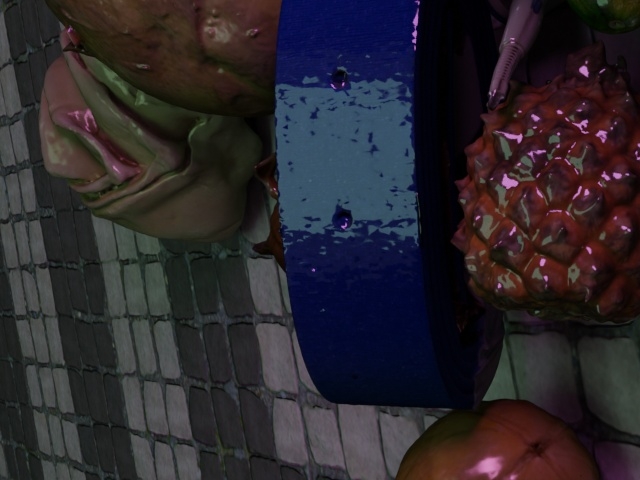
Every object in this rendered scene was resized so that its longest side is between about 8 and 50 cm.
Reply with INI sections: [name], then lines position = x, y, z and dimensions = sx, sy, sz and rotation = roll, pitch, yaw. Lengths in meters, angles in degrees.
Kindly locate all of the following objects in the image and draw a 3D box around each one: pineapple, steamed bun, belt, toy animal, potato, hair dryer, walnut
[pineapple]
position = 0.174, -0.041, 0.954
dimensions = 0.166, 0.166, 0.193
rotation = 1, 84, 62
[steamed bun]
position = -0.199, -0.153, 1.557
dimensions = 0.276, 0.203, 0.289
rotation = 50, 140, 43
[belt]
position = 0.057, -0.047, 1.045
dimensions = 0.117, 0.212, 0.346
rotation = 0, 102, 23
[toy animal]
position = 0.000, 0.000, 1.381
dimensions = 0.179, 0.089, 0.188
rotation = 58, 143, 8
[potato]
position = -0.084, -0.216, 1.295
dimensions = 0.237, 0.301, 0.289
rotation = 53, 178, 13
[hair dryer]
position = 0.161, -0.188, 0.947
dimensions = 0.167, 0.067, 0.199
rotation = -56, 6, 31
[walnut]
position = 0.137, 0.211, 1.114
dimensions = 0.165, 0.165, 0.197
rotation = 58, 146, 34

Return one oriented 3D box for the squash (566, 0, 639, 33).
[squash]
position = 0.183, -0.256, 0.889
dimensions = 0.082, 0.082, 0.292
rotation = 141, 135, -59
